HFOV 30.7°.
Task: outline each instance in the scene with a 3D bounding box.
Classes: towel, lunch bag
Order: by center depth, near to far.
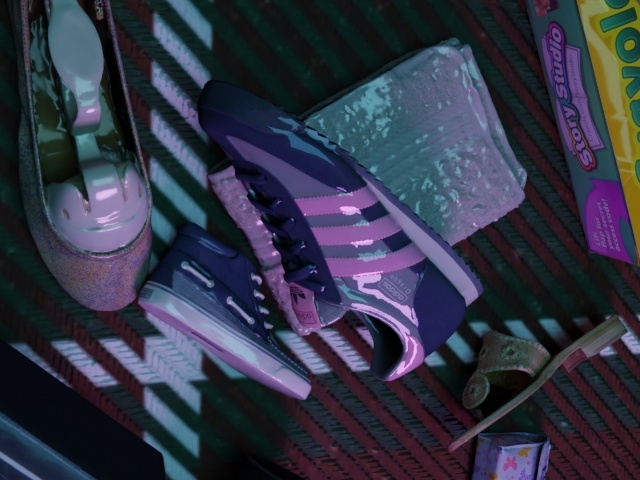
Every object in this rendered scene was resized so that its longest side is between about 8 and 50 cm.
[{"bbox_3d":[0.055,-0.053,1.088,0.282,0.049,0.187,-32,109,-15],"label":"towel"},{"bbox_3d":[0.201,0.235,1.194,0.083,0.053,0.071,5,98,-33],"label":"lunch bag"}]

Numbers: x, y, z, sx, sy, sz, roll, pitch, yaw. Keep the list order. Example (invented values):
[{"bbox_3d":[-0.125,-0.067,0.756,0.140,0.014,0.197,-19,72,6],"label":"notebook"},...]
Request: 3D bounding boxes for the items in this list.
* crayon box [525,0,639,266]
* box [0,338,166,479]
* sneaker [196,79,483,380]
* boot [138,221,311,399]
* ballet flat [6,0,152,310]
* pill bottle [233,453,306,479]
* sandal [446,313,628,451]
[{"bbox_3d":[0.379,-0.201,1.170,0.313,0.106,0.362,-24,107,-18],"label":"crayon box"},{"bbox_3d":[-0.313,0.214,0.861,0.296,0.183,0.294,39,92,-13],"label":"box"},{"bbox_3d":[0.000,0.000,0.990,0.319,0.112,0.131,40,81,-22],"label":"sneaker"},{"bbox_3d":[-0.067,0.065,1.046,0.190,0.069,0.086,38,70,-28],"label":"boot"},{"bbox_3d":[-0.195,-0.084,0.945,0.108,0.106,0.315,-16,104,-20],"label":"ballet flat"},{"bbox_3d":[-0.078,0.311,1.048,0.123,0.123,0.219,30,86,-24],"label":"pill bottle"},{"bbox_3d":[0.198,0.120,1.176,0.240,0.088,0.079,-29,77,-24],"label":"sandal"}]
